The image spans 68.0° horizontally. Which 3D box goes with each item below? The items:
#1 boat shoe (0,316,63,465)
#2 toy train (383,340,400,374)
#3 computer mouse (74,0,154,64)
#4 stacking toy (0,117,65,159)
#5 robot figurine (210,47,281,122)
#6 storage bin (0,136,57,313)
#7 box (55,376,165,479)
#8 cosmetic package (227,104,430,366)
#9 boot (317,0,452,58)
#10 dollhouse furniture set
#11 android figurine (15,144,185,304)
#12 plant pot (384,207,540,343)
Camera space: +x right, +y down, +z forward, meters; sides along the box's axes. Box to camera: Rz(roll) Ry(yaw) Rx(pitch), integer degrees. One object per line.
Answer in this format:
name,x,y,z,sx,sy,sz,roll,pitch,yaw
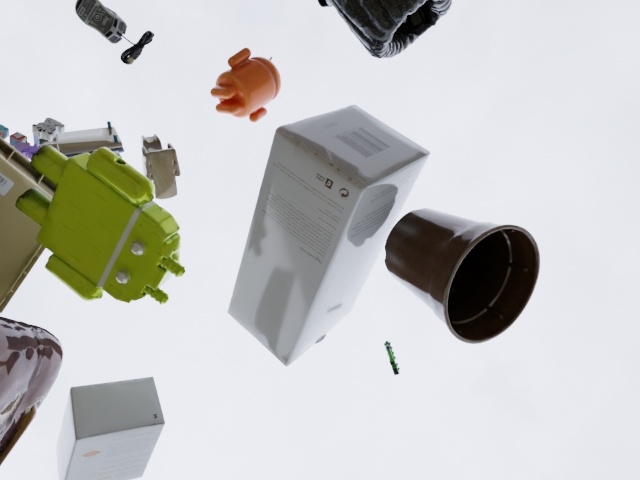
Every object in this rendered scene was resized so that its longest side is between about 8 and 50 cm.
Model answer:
boat shoe,-0.273,0.182,0.252,0.123,0.123,0.342,31,-98,16
toy train,0.159,0.263,1.057,0.017,0.024,0.083,-17,-76,14
computer mouse,-0.518,-0.534,1.182,0.193,0.042,0.106,40,-77,-7
stacking toy,-0.612,-0.193,0.934,0.221,0.167,0.052,26,-142,-3
robot figurine,-0.192,-0.410,1.272,0.158,0.128,0.219,49,-126,-6
storage bin,-0.581,-0.047,0.748,0.123,0.262,0.260,-14,-135,29
box,-0.343,0.316,0.768,0.130,0.170,0.091,4,-142,-37
cosmetic package,0.000,0.000,0.744,0.155,0.366,0.197,38,-141,18
boot,0.076,-0.384,0.609,0.260,0.131,0.348,42,-125,1
dollhouse furniture set,-0.534,-0.169,1.195,0.286,0.198,0.303,-15,-142,-27
android figurine,-0.323,-0.012,0.710,0.273,0.056,0.248,39,-63,-1
plant pot,0.186,0.033,0.676,0.167,0.167,0.165,-42,-146,-9
